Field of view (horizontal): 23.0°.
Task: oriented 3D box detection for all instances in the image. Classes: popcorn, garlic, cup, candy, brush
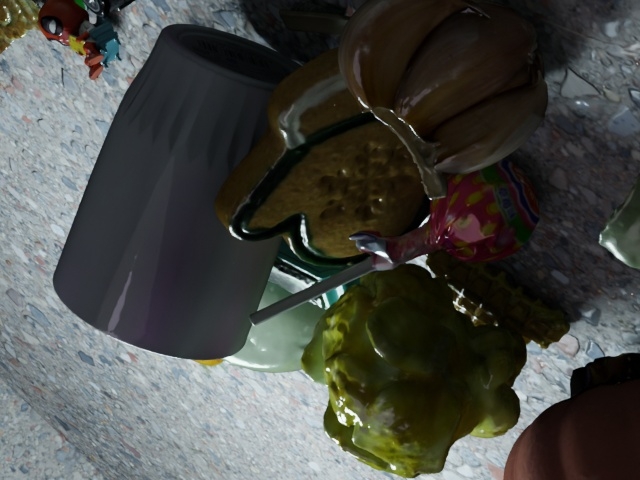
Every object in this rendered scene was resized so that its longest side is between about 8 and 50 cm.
[{"bbox_3d":[0.119,0.162,1.919,0.276,0.276,0.225,46,154,-9],"label":"popcorn"},{"bbox_3d":[0.126,-0.174,1.602,0.214,0.191,0.160,47,-169,-8],"label":"garlic"},{"bbox_3d":[-0.159,-0.055,1.911,0.253,0.253,0.371,30,111,23],"label":"cup"},{"bbox_3d":[0.080,0.018,1.814,0.365,0.124,0.124,-25,119,14],"label":"candy"},{"bbox_3d":[0.038,-0.246,1.774,0.190,0.027,0.034,11,145,34],"label":"brush"}]

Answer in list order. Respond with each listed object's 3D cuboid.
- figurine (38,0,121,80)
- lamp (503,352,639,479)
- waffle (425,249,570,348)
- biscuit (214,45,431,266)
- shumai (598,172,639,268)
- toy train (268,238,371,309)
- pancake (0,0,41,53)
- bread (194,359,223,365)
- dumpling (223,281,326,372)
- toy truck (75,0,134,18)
[{"bbox_3d":[-0.331,-0.289,2.155,0.140,0.075,0.068,43,157,22],"label":"figurine"},{"bbox_3d":[0.363,0.258,1.855,0.305,0.239,0.305,-7,155,-3],"label":"lamp"},{"bbox_3d":[0.221,0.067,1.975,0.192,0.046,0.160,15,145,41],"label":"waffle"},{"bbox_3d":[0.020,-0.080,1.772,0.343,0.287,0.057,88,157,-51],"label":"biscuit"},{"bbox_3d":[0.429,0.043,1.449,0.330,0.292,0.288,28,168,-23],"label":"shumai"},{"bbox_3d":[0.000,0.000,2.053,0.198,0.154,0.107,26,153,27],"label":"toy train"},{"bbox_3d":[-0.542,-0.434,2.254,0.305,0.067,0.426,2,133,42],"label":"pancake"},{"bbox_3d":[-0.207,0.100,2.524,0.174,0.121,0.245,37,151,12],"label":"bread"},{"bbox_3d":[-0.103,0.075,2.246,0.320,0.212,0.270,55,156,-2],"label":"dumpling"},{"bbox_3d":[-0.256,-0.407,1.767,0.178,0.176,0.363,38,155,27],"label":"toy truck"}]
